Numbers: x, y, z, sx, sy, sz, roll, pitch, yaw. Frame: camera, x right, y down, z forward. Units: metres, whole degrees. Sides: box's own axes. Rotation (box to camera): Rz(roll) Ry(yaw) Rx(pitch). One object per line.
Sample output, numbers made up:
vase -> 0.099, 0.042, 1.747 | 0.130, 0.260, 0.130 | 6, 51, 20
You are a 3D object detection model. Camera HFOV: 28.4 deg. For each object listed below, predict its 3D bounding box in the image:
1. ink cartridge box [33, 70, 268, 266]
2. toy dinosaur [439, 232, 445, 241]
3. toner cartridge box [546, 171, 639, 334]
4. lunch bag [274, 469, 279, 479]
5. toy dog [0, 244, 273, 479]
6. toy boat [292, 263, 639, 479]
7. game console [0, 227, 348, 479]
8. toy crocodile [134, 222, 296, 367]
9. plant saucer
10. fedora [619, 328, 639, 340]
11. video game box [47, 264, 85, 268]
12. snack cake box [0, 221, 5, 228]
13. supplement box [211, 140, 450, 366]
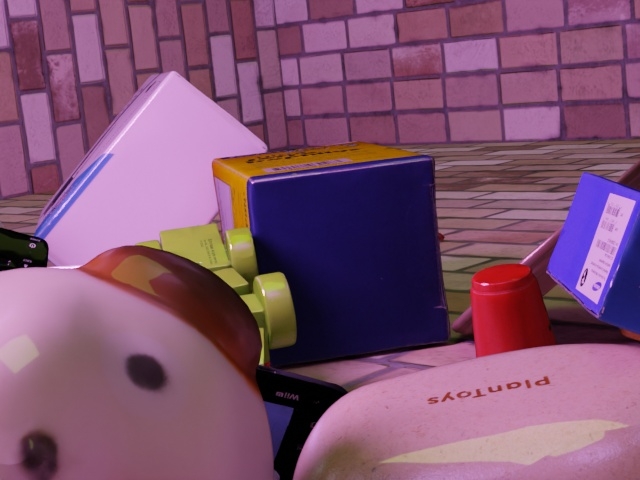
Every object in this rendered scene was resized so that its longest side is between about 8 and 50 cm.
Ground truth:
ink cartridge box -> -0.246, -0.078, 1.753 | 0.285, 0.166, 0.395 | -51, 13, -2
toy dinosaur -> 0.152, -0.006, 1.958 | 0.090, 0.047, 0.082 | -42, 28, -11
toner cartridge box -> 0.319, 0.057, 0.747 | 0.347, 0.075, 0.165 | 20, 8, -2
lunch bag -> -0.068, 0.172, 0.815 | 0.083, 0.053, 0.071 | -32, 10, 0
toy dog -> -0.224, 0.130, 0.659 | 0.407, 0.285, 0.395 | -4, -28, 25
toy boat -> 0.126, 0.128, 0.761 | 0.267, 0.148, 0.318 | -9, 15, 11
game console -> -0.151, 0.088, 0.854 | 0.361, 0.213, 0.044 | 14, 50, -7
toy crocodile -> -0.100, 0.064, 1.164 | 0.115, 0.105, 0.340 | -10, 22, -13
plant saucer -> 0.247, 0.009, 1.264 | 0.278, 0.041, 0.278 | -40, -7, -6
fedora -> 0.344, 0.054, 1.221 | 0.194, 0.079, 0.194 | -2, 7, 0
video game box -> -0.237, 0.070, 1.378 | 0.187, 0.048, 0.205 | -1, -15, 15
snack cake box -> -0.311, 0.028, 0.994 | 0.089, 0.152, 0.264 | -8, -30, 3
supplement box -> 0.000, 0.000, 1.426 | 0.195, 0.194, 0.356 | -8, 9, -10
